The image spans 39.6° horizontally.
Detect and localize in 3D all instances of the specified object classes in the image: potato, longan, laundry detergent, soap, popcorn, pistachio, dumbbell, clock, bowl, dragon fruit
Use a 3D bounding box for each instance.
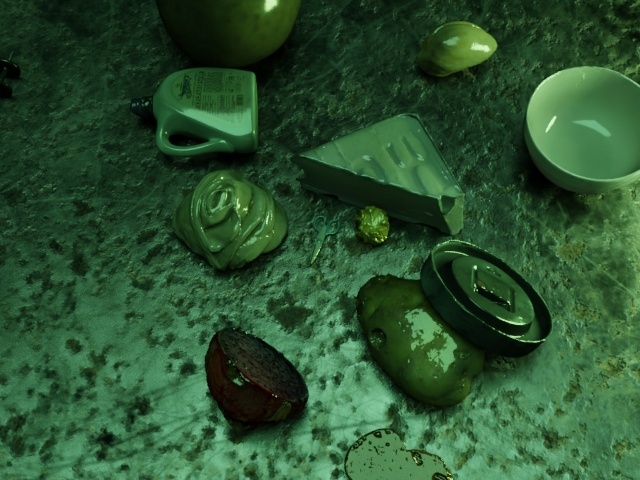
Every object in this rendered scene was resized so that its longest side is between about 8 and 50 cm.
[{"bbox_3d":[0.190,0.184,1.728,0.191,0.141,0.296,-43,72,-1],"label":"potato"},{"bbox_3d":[-0.212,-0.562,1.992,0.360,0.361,0.361,0,65,0],"label":"longan"},{"bbox_3d":[-0.280,-0.280,1.968,0.280,0.105,0.215,-2,66,-2],"label":"laundry detergent"},{"bbox_3d":[0.126,-0.102,1.859,0.302,0.159,0.258,-23,69,-8],"label":"soap"},{"bbox_3d":[0.108,-0.031,1.874,0.083,0.057,0.082,-38,73,-4],"label":"popcorn"},{"bbox_3d":[0.311,-0.440,2.039,0.184,0.124,0.124,-5,65,-9],"label":"pistachio"},{"bbox_3d":[-0.728,-0.372,2.035,0.069,0.069,0.147,10,66,5],"label":"dumbbell"},{"bbox_3d":[0.319,0.110,1.722,0.280,0.055,0.281,24,30,-15],"label":"clock"},{"bbox_3d":[0.571,-0.218,1.911,0.287,0.144,0.287,0,65,1],"label":"bowl"},{"bbox_3d":[-0.145,0.283,1.674,0.148,0.218,0.224,-51,27,12],"label":"dragon fruit"}]

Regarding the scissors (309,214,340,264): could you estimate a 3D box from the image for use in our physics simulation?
[{"bbox_3d":[0.000,0.000,1.884,0.058,0.014,0.119,16,62,9],"label":"scissors"}]

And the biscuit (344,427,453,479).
[{"bbox_3d":[0.154,0.485,1.637,0.208,0.041,0.290,-25,68,-10],"label":"biscuit"}]

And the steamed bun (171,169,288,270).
[{"bbox_3d":[-0.188,-0.058,1.841,0.211,0.144,0.218,-41,72,-18],"label":"steamed bun"}]
